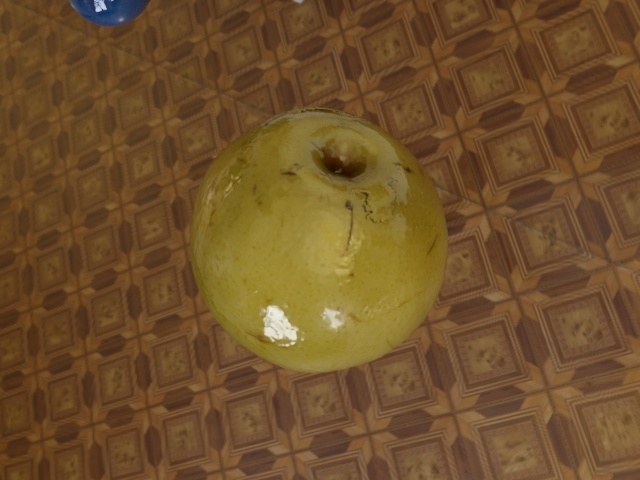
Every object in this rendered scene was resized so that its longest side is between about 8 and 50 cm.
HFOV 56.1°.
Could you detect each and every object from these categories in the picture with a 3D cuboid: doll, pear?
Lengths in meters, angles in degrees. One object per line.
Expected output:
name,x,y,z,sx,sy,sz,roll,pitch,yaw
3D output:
doll,-0.341,-0.488,1.066,0.161,0.257,0.215,43,133,-1
pear,0.000,0.000,0.786,0.347,0.348,0.349,-5,76,23
